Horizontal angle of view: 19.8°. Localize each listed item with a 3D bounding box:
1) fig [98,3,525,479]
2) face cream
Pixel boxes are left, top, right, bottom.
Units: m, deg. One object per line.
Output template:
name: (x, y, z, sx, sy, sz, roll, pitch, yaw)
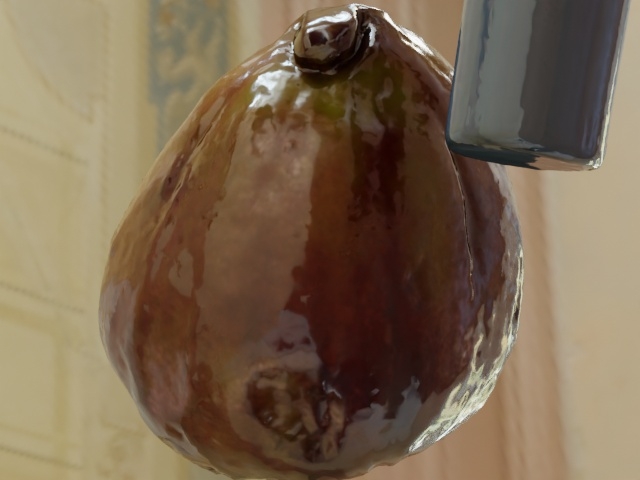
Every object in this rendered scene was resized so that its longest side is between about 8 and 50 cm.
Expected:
fig: (0.000, 0.010, 0.995, 0.224, 0.224, 0.263, 25, -80, -43)
face cream: (0.117, -0.222, 0.793, 0.086, 0.135, 0.385, 12, -95, -29)
